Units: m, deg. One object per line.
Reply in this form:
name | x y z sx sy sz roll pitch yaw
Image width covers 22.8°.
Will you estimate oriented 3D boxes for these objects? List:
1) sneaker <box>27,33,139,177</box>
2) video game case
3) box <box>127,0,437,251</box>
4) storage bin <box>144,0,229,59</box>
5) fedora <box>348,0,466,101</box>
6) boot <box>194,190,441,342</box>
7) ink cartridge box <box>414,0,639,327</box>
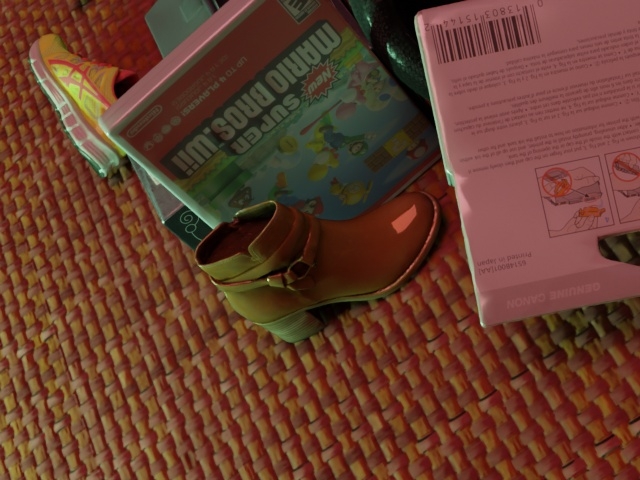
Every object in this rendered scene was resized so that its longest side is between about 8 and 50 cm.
sneaker | -0.238 -0.157 1.682 0.094 0.081 0.208 -35 54 0
video game case | -0.030 -0.090 1.351 0.204 0.285 0.025 -41 48 5
box | -0.045 -0.111 1.472 0.247 0.142 0.163 -38 48 7
storage bin | -0.126 -0.223 1.638 0.091 0.098 0.135 -43 47 17
fedora | 0.182 -0.266 1.378 0.334 0.334 0.152 -38 6 7
boot | 0.000 0.000 1.364 0.197 0.152 0.073 -40 48 6
ink cartridge box | 0.243 -0.083 1.257 0.296 0.066 0.261 -11 81 5
